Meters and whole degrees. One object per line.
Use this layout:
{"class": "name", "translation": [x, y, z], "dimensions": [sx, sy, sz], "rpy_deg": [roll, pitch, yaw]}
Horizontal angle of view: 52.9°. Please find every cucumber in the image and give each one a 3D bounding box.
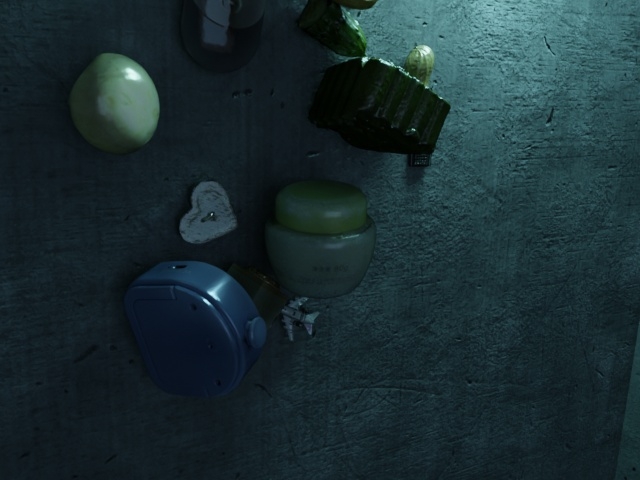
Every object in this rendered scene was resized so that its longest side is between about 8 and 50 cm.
{"class": "cucumber", "translation": [0.056, -0.602, 1.862], "dimensions": [0.244, 0.134, 0.134], "rpy_deg": [30, 87, -40]}

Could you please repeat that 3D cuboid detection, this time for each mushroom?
{"class": "mushroom", "translation": [-0.517, -0.330, 1.571], "dimensions": [0.246, 0.202, 0.246], "rpy_deg": [3, 90, -73]}

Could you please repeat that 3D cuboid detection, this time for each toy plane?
{"class": "toy plane", "translation": [-0.082, 0.233, 2.031], "dimensions": [0.171, 0.065, 0.162], "rpy_deg": [30, 76, -36]}

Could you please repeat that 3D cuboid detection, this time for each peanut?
{"class": "peanut", "translation": [0.303, -0.510, 2.033], "dimensions": [0.098, 0.090, 0.214], "rpy_deg": [-20, 120, -71]}

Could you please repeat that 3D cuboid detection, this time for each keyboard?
{"class": "keyboard", "translation": [0.340, -0.359, 2.135], "dimensions": [0.094, 0.025, 0.230], "rpy_deg": [-5, 105, -25]}

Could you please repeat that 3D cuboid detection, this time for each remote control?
{"class": "remote control", "translation": [-0.252, -0.612, 1.690], "dimensions": [0.221, 0.103, 0.332], "rpy_deg": [5, 102, -28]}

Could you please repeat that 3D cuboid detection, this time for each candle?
{"class": "candle", "translation": [-0.311, -0.074, 1.816], "dimensions": [0.168, 0.068, 0.192], "rpy_deg": [24, 92, -28]}

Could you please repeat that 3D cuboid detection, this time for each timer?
{"class": "timer", "translation": [-0.315, 0.237, 1.734], "dimensions": [0.173, 0.395, 0.395], "rpy_deg": [-45, 129, -56]}

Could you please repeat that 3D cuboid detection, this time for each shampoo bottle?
{"class": "shampoo bottle", "translation": [0.000, 0.000, 1.862], "dimensions": [0.322, 0.322, 0.317], "rpy_deg": [-10, 112, -27]}

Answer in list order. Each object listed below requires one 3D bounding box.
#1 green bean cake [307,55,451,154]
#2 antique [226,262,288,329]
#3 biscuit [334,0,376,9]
{"class": "green bean cake", "translation": [0.167, -0.366, 1.854], "dimensions": [0.319, 0.335, 0.218], "rpy_deg": [23, 90, -27]}
{"class": "antique", "translation": [-0.199, 0.160, 1.871], "dimensions": [0.148, 0.147, 0.152], "rpy_deg": [-59, 145, -7]}
{"class": "biscuit", "translation": [0.035, -0.793, 1.779], "dimensions": [0.344, 0.057, 0.287], "rpy_deg": [27, 62, -18]}
